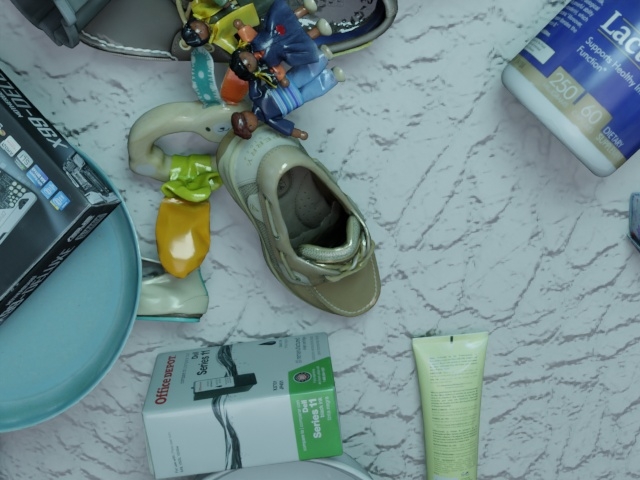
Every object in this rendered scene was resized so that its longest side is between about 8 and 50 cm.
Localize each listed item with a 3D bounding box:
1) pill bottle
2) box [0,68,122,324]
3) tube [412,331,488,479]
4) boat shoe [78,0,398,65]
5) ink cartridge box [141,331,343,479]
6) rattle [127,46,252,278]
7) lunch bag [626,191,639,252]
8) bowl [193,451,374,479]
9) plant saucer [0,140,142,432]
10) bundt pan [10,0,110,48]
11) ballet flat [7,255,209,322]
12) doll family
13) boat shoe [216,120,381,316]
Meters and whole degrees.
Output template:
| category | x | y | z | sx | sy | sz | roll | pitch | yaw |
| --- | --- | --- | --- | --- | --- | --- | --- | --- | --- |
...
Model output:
| category | x | y | z | sx | sy | sz | roll | pitch | yaw |
| --- | --- | --- | --- | --- | --- | --- | --- | --- | --- |
| pill bottle | 0.318 | -0.202 | 0.877 | 0.153 | 0.153 | 0.265 | 39 | 106 | -19 |
| box | -0.381 | -0.065 | 0.864 | 0.242 | 0.076 | 0.307 | -43 | 87 | 11 |
| tube | 0.162 | 0.224 | 1.115 | 0.070 | 0.062 | 0.240 | -23 | 117 | -42 |
| boat shoe | -0.088 | -0.223 | 0.867 | 0.324 | 0.097 | 0.117 | -2 | 113 | -3 |
| ink cartridge box | -0.086 | 0.182 | 1.019 | 0.208 | 0.153 | 0.087 | -8 | 109 | -1 |
| rattle | -0.116 | -0.076 | 0.873 | 0.130 | 0.143 | 0.199 | 31 | 142 | -22 |
| lunch bag | 0.377 | -0.006 | 1.014 | 0.053 | 0.071 | 0.083 | -9 | 115 | -2 |
| bowl | -0.046 | 0.346 | 1.108 | 0.297 | 0.134 | 0.298 | -1 | 114 | -3 |
| plant saucer | -0.336 | 0.036 | 0.936 | 0.317 | 0.044 | 0.318 | 0 | 87 | 3 |
| bundt pan | -0.252 | -0.320 | 0.709 | 0.124 | 0.331 | 0.331 | -39 | 113 | -13 |
| ballet flat | -0.248 | 0.053 | 1.000 | 0.248 | 0.086 | 0.086 | -1 | 114 | -5 |
| doll family | -0.061 | -0.174 | 0.787 | 0.111 | 0.076 | 0.193 | -38 | 93 | -17 |
| boat shoe | 0.000 | 0.000 | 0.923 | 0.109 | 0.098 | 0.302 | -41 | 138 | -9 |
